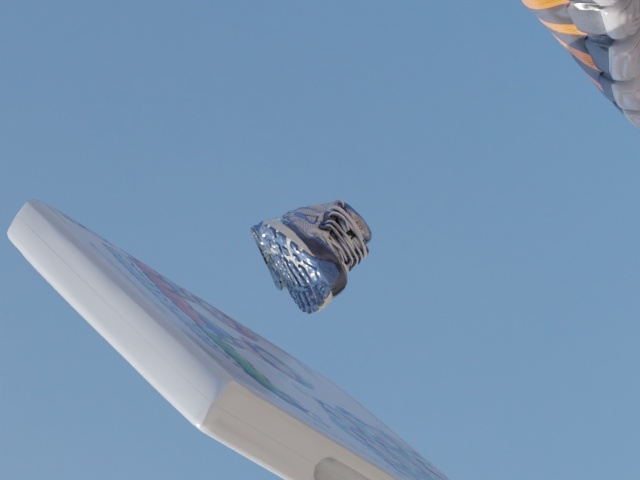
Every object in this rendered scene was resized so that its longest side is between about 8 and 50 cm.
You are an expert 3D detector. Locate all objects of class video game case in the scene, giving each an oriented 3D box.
[{"bbox_3d":[-0.012,0.049,0.567,0.143,0.157,0.019,34,-90,-33],"label":"video game case"}]

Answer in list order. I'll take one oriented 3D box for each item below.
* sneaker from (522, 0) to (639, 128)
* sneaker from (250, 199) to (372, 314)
[{"bbox_3d":[0.125,-0.178,1.030,0.124,0.180,0.321,-53,-37,-6],"label":"sneaker"},{"bbox_3d":[0.000,0.000,1.024,0.058,0.135,0.052,-26,-77,-6],"label":"sneaker"}]
